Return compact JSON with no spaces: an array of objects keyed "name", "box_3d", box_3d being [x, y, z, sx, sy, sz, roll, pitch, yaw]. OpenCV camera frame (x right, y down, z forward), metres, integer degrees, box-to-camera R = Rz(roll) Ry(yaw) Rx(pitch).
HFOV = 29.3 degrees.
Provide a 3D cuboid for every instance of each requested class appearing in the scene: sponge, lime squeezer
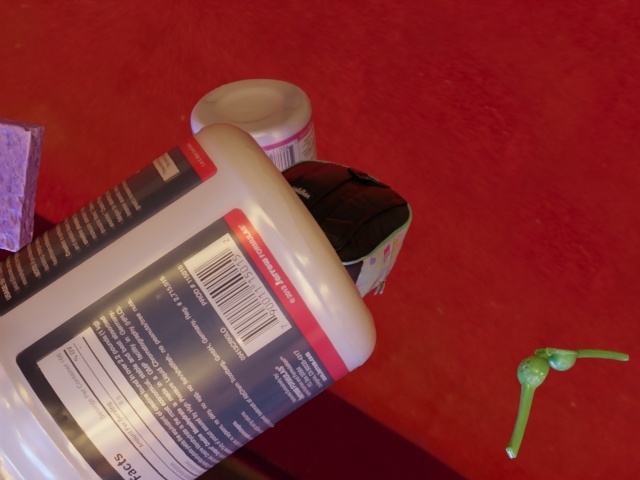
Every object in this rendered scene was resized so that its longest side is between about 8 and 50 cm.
[{"name":"sponge","box_3d":[-0.359,-0.068,1.142,0.210,0.031,0.117,13,106,16]},{"name":"lime squeezer","box_3d":[0.382,0.216,1.957,0.310,0.059,0.110,-31,79,-34]}]

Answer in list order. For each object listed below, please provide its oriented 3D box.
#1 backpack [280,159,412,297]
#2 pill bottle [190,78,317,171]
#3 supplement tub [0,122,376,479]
[{"name":"backpack","box_3d":[0.000,0.000,1.282,0.166,0.188,0.144,26,129,19]},{"name":"pill bottle","box_3d":[-0.078,-0.062,1.668,0.160,0.160,0.283,-9,125,-4]},{"name":"supplement tub","box_3d":[-0.118,0.067,0.808,0.272,0.191,0.191,-34,103,-3]}]
